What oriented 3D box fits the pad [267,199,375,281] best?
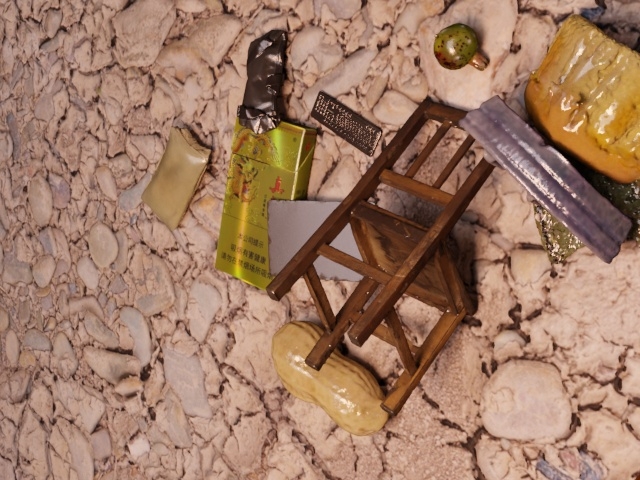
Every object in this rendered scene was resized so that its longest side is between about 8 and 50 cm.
[{"bbox_3d":[0.000,0.000,1.669,0.211,0.003,0.143,3,100,26],"label":"pad"}]

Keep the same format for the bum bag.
[{"bbox_3d":[-0.107,-0.287,1.710,0.087,0.049,0.198,-1,78,36],"label":"bum bag"}]

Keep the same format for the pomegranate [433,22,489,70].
[{"bbox_3d":[0.211,-0.287,1.454,0.073,0.073,0.085,-18,108,40],"label":"pomegranate"}]

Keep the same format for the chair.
[{"bbox_3d":[0.139,0.020,1.489,0.203,0.416,0.241,25,155,36],"label":"chair"}]

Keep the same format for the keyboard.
[{"bbox_3d":[0.042,-0.201,1.640,0.155,0.010,0.053,37,119,31],"label":"keyboard"}]

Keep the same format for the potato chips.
[{"bbox_3d":[0.398,-0.054,1.346,0.219,0.029,0.202,12,100,41],"label":"potato chips"}]

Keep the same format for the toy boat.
[{"bbox_3d":[0.312,-0.084,1.318,0.078,0.127,0.283,-47,74,11],"label":"toy boat"}]

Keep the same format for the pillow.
[{"bbox_3d":[-0.288,-0.126,1.900,0.119,0.053,0.208,48,126,28],"label":"pillow"}]

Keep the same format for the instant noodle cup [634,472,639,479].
[{"bbox_3d":[0.496,0.369,1.201,0.264,0.200,0.264,7,101,39],"label":"instant noodle cup"}]

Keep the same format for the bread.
[{"bbox_3d":[0.366,-0.195,1.275,0.251,0.133,0.174,48,115,32],"label":"bread"}]

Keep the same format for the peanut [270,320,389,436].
[{"bbox_3d":[0.014,0.243,1.651,0.256,0.123,0.124,41,119,25],"label":"peanut"}]

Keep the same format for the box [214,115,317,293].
[{"bbox_3d":[-0.105,-0.072,1.757,0.173,0.043,0.311,21,108,37],"label":"box"}]
